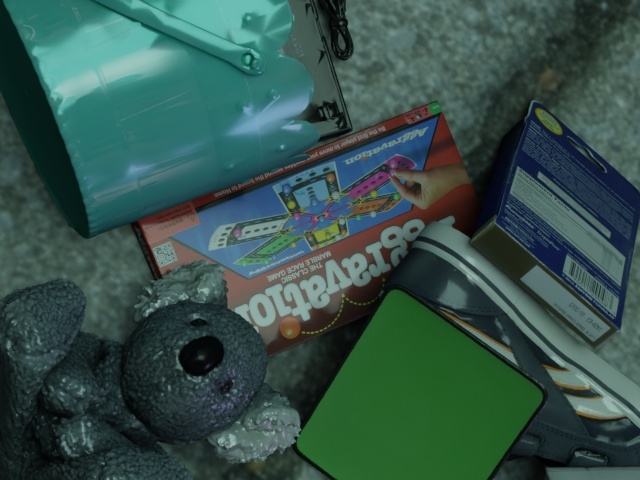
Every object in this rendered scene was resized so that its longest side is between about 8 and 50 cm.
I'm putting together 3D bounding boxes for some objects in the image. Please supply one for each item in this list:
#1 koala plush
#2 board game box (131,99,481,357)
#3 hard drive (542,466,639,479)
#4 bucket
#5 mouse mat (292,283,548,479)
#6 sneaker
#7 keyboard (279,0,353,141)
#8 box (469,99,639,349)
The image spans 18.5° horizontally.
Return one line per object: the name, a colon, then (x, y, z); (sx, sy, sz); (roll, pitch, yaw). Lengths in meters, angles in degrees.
koala plush: (-0.135, 0.114, 1.488); (0.221, 0.203, 0.196); (-27, 80, -30)
board game box: (0.000, 0.000, 1.620); (0.281, 0.027, 0.145); (-23, 92, -19)
hard drive: (0.345, 0.292, 1.612); (0.353, 0.047, 0.233); (1, 112, -9)
bucket: (-0.141, -0.146, 1.469); (0.183, 0.281, 0.281); (-24, 91, -14)
mouse mat: (0.075, 0.141, 1.551); (0.152, 0.190, 0.007); (36, 32, 8)
sneaker: (0.171, 0.133, 1.610); (0.321, 0.126, 0.127); (40, 77, -9)
keyboard: (-0.023, -0.169, 1.635); (0.108, 0.023, 0.180); (-17, 90, -13)
box: (0.200, -0.018, 1.632); (0.136, 0.036, 0.225); (40, 33, -10)
